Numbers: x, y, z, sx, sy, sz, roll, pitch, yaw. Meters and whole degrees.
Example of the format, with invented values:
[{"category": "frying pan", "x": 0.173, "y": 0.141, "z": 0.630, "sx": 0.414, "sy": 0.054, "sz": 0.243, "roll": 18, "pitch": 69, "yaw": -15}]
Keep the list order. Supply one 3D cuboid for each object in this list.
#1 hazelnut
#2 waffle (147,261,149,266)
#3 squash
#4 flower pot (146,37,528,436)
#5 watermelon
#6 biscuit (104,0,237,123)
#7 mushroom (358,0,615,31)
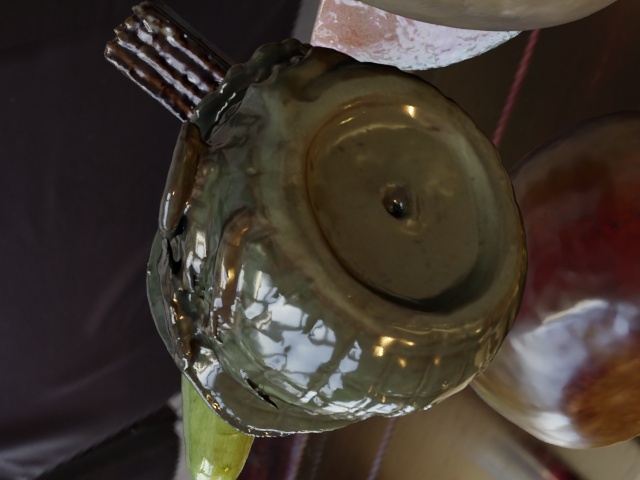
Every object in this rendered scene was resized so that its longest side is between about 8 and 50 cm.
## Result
[{"category": "hazelnut", "x": 0.337, "y": 0.054, "z": 1.428, "sx": 0.402, "sy": 0.402, "sz": 0.429, "roll": -31, "pitch": 160, "yaw": -30}, {"category": "waffle", "x": -0.168, "y": 0.090, "z": 1.582, "sx": 0.038, "sy": 0.191, "sz": 0.191, "roll": -45, "pitch": 153, "yaw": 1}, {"category": "squash", "x": -0.098, "y": 0.111, "z": 1.258, "sx": 0.118, "sy": 0.118, "sz": 0.370, "roll": 47, "pitch": 43, "yaw": -63}, {"category": "flower pot", "x": 0.000, "y": 0.000, "z": 0.883, "sx": 0.302, "sy": 0.302, "sz": 0.213, "roll": -28, "pitch": 173, "yaw": -34}, {"category": "watermelon", "x": 0.154, "y": -0.368, "z": 1.324, "sx": 0.222, "sy": 0.292, "sz": 0.319, "roll": -77, "pitch": 176, "yaw": -46}, {"category": "biscuit", "x": -0.039, "y": -0.089, "z": 1.111, "sx": 0.073, "sy": 0.388, "sz": 0.107, "roll": -48, "pitch": -167, "yaw": 8}, {"category": "mushroom", "x": 0.099, "y": -0.311, "z": 0.802, "sx": 0.362, "sy": 0.362, "sz": 0.294, "roll": -14, "pitch": 126, "yaw": -48}]
